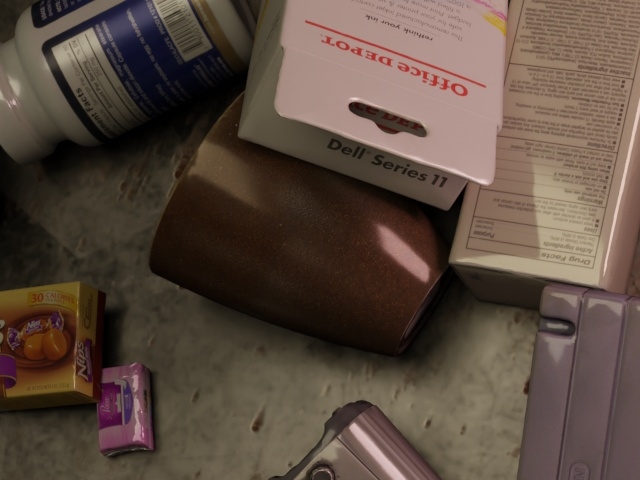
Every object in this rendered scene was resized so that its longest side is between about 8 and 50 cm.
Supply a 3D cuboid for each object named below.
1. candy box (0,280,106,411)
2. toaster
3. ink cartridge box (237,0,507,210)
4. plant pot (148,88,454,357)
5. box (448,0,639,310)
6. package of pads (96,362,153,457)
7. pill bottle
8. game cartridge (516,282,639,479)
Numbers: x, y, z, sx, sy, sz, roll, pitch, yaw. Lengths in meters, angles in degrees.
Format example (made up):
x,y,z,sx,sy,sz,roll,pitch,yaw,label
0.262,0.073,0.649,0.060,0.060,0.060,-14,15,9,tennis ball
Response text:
x,y,z,sx,sy,sz,roll,pitch,yaw,label
-0.298,0.105,1.826,0.186,0.053,0.109,-7,71,24,candy box
0.040,0.226,1.629,0.129,0.227,0.146,-44,84,1,toaster
0.049,-0.163,1.668,0.207,0.119,0.353,19,45,-11,ink cartridge box
0.000,0.000,1.718,0.230,0.215,0.215,33,84,11,plant pot
0.225,-0.096,1.711,0.148,0.121,0.311,11,76,19,box
-0.185,0.160,1.801,0.050,0.032,0.083,-10,70,14,package of pads
-0.201,-0.184,1.850,0.264,0.153,0.153,-26,67,7,pill bottle
0.274,0.227,1.577,0.230,0.068,0.355,9,95,14,game cartridge
